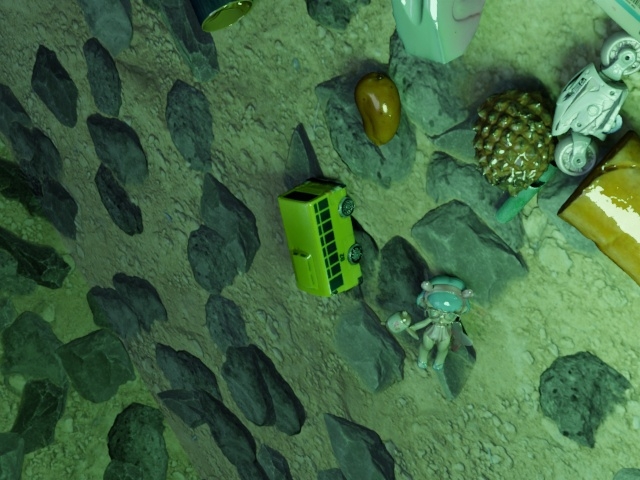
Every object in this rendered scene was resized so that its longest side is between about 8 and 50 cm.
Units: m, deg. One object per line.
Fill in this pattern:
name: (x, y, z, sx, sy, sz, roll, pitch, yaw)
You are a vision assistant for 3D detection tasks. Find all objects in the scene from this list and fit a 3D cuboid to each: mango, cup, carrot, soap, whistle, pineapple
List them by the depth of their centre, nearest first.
carrot: (0.540, -0.030, 1.503, 0.254, 0.196, 0.196, 44, 140, 5)
soap: (0.209, -0.478, 1.553, 0.109, 0.192, 0.324, 25, 131, 37)
pineapple: (0.342, -0.165, 1.603, 0.166, 0.166, 0.193, -19, 61, 52)
whistle: (0.389, -0.097, 1.723, 0.039, 0.039, 0.186, 50, 141, 13)
mango: (0.126, -0.268, 1.870, 0.105, 0.084, 0.159, 41, 159, 47)
cup: (-0.226, -0.579, 2.046, 0.176, 0.131, 0.155, -31, 85, 23)

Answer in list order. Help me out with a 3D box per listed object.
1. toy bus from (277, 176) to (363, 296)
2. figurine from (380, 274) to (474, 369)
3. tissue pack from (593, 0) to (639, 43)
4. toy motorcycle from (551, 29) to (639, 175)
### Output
toy bus: (0.000, 0.000, 2.128, 0.128, 0.150, 0.262, 13, 123, 45)
figurine: (0.239, 0.177, 2.002, 0.205, 0.103, 0.260, 15, 132, 12)
tissue pack: (0.531, -0.350, 1.302, 0.271, 0.124, 0.201, 47, 159, 14)
toy motorcycle: (0.445, -0.226, 1.499, 0.112, 0.112, 0.254, 34, 120, 29)
